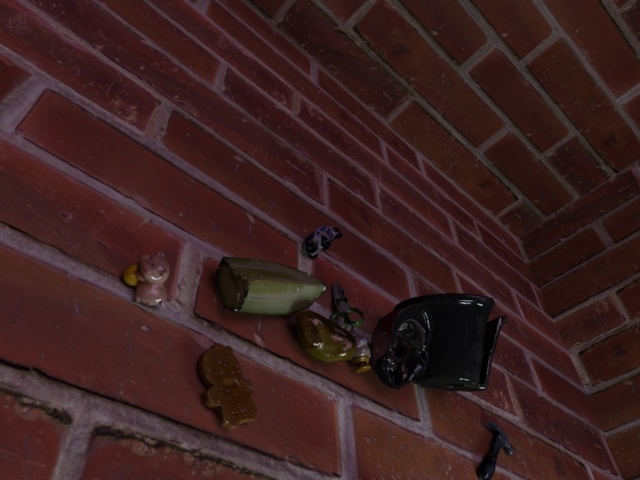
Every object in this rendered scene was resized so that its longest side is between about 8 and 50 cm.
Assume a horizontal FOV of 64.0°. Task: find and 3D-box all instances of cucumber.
[{"bbox_3d":[-0.125,0.124,1.322,0.145,0.105,0.325,37,18,35],"label":"cucumber"}]

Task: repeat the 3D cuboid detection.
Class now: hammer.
[{"bbox_3d":[0.566,0.699,1.689,0.137,0.037,0.290,58,29,11],"label":"hammer"}]

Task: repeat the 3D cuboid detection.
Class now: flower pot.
[{"bbox_3d":[0.410,0.342,1.645,0.379,0.379,0.251,25,59,-39],"label":"flower pot"}]

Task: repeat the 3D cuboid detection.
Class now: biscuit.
[{"bbox_3d":[-0.200,0.307,1.078,0.184,0.027,0.133,55,30,11],"label":"biscuit"}]

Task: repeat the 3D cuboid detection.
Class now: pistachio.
[{"bbox_3d":[0.004,0.255,1.357,0.189,0.100,0.110,30,12,-17],"label":"pistachio"}]

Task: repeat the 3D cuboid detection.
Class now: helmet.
[{"bbox_3d":[0.221,0.302,1.495,0.198,0.154,0.253,-14,101,-35],"label":"helmet"}]

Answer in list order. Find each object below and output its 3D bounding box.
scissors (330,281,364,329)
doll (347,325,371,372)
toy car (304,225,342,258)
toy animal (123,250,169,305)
[{"bbox_3d":[0.064,0.193,1.544,0.204,0.101,0.027,-108,-177,-57],"label":"scissors"},{"bbox_3d":[0.109,0.309,1.463,0.084,0.073,0.127,22,45,-49],"label":"doll"},{"bbox_3d":[0.000,0.000,1.654,0.070,0.080,0.171,50,30,3],"label":"toy car"},{"bbox_3d":[-0.355,0.074,1.069,0.091,0.082,0.114,21,42,-40],"label":"toy animal"}]
